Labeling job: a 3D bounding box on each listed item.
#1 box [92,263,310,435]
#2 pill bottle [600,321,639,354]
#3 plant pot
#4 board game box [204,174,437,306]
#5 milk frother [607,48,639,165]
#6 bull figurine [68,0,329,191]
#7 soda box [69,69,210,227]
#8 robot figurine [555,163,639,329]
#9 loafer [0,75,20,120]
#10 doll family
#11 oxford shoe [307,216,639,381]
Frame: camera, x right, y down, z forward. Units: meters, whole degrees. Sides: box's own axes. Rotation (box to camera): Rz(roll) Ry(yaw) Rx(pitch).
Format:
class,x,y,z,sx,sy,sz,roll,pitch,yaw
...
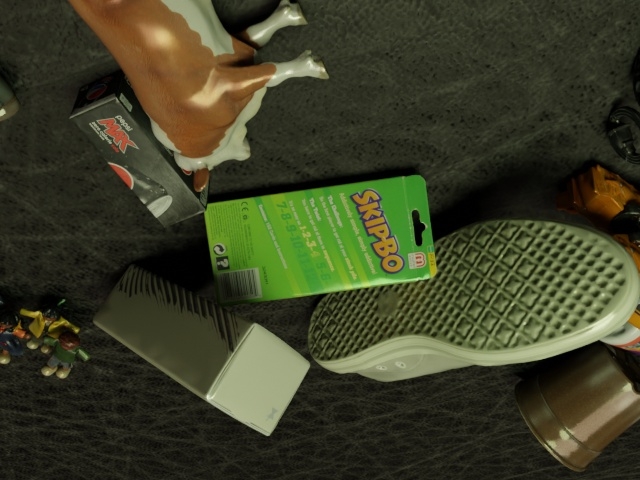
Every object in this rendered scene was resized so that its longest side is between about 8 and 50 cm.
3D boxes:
class,x,y,z,sx,sy,sz,roll,pitch,yaw
box,-0.149,0.119,0.778,0.275,0.094,0.113,17,159,45
pill bottle,0.484,0.117,0.942,0.194,0.108,0.108,19,131,-24
plant pot,0.430,0.250,1.048,0.167,0.167,0.165,28,119,-30
board game box,0.000,0.000,0.776,0.260,0.039,0.124,-8,93,5
milk frother,0.392,-0.145,0.687,0.135,0.129,0.143,2,179,-7
bull figurine,-0.113,-0.179,0.585,0.188,0.101,0.310,-24,135,13
soda box,-0.185,-0.092,0.699,0.060,0.053,0.169,-20,134,14
robot figurine,0.413,0.039,0.801,0.291,0.211,0.085,30,140,-23
loafer,-0.418,-0.095,0.649,0.268,0.096,0.084,-26,138,17
doll family,-0.396,0.109,0.873,0.193,0.076,0.111,19,136,-19
oxford shoe,0.169,0.087,0.801,0.130,0.169,0.449,26,148,-33
